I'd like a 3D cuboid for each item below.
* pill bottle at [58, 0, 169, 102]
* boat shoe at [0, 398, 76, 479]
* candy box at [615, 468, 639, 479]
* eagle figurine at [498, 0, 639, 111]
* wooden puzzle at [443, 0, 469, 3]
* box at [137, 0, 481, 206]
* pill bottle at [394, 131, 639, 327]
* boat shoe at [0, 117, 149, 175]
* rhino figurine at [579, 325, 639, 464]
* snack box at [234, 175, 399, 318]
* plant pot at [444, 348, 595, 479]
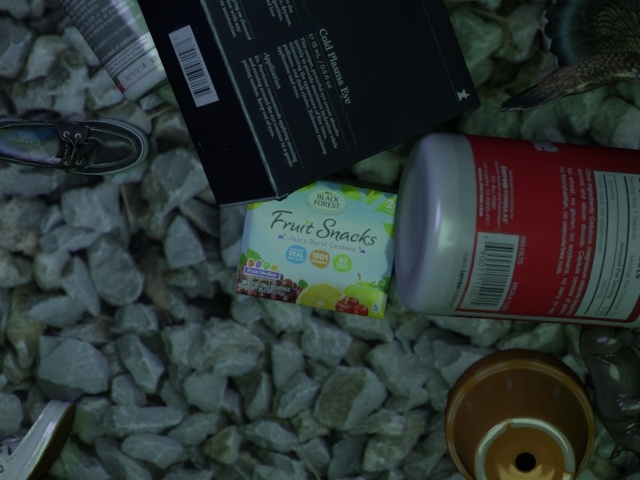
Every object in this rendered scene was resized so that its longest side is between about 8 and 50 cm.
[{"bbox_3d":[-0.259,-0.335,1.789,0.161,0.161,0.283,-33,96,11],"label":"pill bottle"},{"bbox_3d":[-0.446,0.326,1.968,0.096,0.098,0.277,35,101,8],"label":"boat shoe"},{"bbox_3d":[0.589,0.374,1.830,0.317,0.122,0.268,-29,113,10],"label":"candy box"},{"bbox_3d":[0.393,-0.229,1.710,0.298,0.225,0.226,14,105,0],"label":"eagle figurine"},{"bbox_3d":[0.186,-0.348,1.818,0.116,0.014,0.079,3,105,5],"label":"wooden puzzle"},{"bbox_3d":[-0.023,-0.256,1.701,0.312,0.179,0.343,-25,99,-26],"label":"box"},{"bbox_3d":[0.310,-0.008,1.743,0.407,0.229,0.229,4,102,-9],"label":"pill bottle"},{"bbox_3d":[-0.349,-0.130,1.881,0.228,0.076,0.080,8,102,4],"label":"boat shoe"},{"bbox_3d":[0.413,0.208,1.866,0.106,0.073,0.243,-8,102,37],"label":"rhino figurine"},{"bbox_3d":[0.000,0.000,1.874,0.207,0.070,0.175,11,101,2],"label":"snack box"},{"bbox_3d":[0.265,0.266,1.838,0.205,0.188,0.205,1,101,5],"label":"plant pot"}]
